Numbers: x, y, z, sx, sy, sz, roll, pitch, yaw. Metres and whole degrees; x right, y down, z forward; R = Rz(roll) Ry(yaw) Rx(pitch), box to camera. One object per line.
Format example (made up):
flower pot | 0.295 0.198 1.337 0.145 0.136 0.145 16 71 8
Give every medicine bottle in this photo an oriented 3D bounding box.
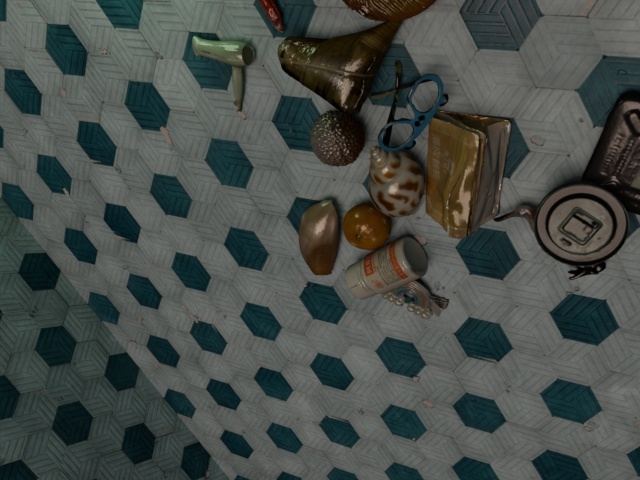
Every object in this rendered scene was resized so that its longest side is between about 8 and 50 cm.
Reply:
medicine bottle | 0.209 0.095 1.908 0.252 0.144 0.144 -32 103 39

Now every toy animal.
toy animal | 0.664 -0.020 1.621 0.324 0.090 0.195 35 129 -1

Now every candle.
candle | -0.146 -0.654 1.650 0.048 0.053 0.162 -10 118 39

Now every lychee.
lychee | 0.050 -0.296 1.727 0.165 0.197 0.165 0 88 3

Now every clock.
clock | 0.668 -0.043 1.523 0.226 0.049 0.226 11 118 22

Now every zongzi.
zongzi | 0.050 -0.525 1.594 0.286 0.134 0.288 35 117 8

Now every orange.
orange | 0.144 -0.040 1.862 0.156 0.124 0.156 12 123 18

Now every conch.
conch | 0.210 -0.170 1.721 0.183 0.149 0.275 -5 119 30

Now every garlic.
garlic | -0.009 -0.003 1.995 0.143 0.112 0.318 16 138 15

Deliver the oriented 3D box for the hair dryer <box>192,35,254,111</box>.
hair dryer | -0.289 -0.506 1.829 0.206 0.075 0.237 16 136 27

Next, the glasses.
glasses | 0.204 -0.373 1.590 0.207 0.102 0.239 47 121 25

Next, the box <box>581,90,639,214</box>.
box | 0.815 -0.192 1.436 0.289 0.073 0.290 21 130 15

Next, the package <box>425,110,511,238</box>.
package | 0.382 -0.174 1.619 0.221 0.165 0.311 13 125 20

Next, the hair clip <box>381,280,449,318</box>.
hair clip | 0.315 0.184 1.979 0.220 0.054 0.140 25 136 15

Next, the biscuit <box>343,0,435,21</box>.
biscuit | 0.165 -0.682 1.406 0.318 0.040 0.318 8 127 10
